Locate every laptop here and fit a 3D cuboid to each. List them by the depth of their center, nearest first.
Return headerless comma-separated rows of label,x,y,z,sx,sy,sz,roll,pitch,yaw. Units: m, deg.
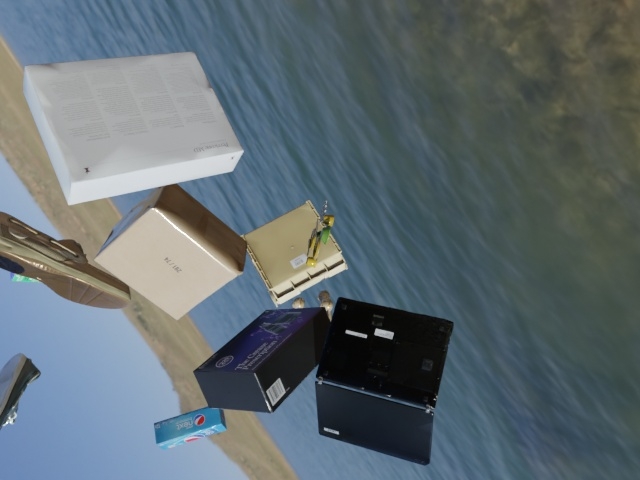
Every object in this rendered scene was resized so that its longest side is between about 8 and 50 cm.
laptop,0.122,0.273,1.218,0.234,0.264,0.136,10,163,19

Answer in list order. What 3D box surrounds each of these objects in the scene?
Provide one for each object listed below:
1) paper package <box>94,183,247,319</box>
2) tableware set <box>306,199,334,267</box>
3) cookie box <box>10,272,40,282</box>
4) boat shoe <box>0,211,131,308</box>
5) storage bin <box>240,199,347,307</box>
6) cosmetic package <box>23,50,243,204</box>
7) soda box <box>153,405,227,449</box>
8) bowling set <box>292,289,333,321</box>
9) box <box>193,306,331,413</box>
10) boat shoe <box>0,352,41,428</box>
paper package,-0.438,0.034,1.855,0.325,0.309,0.168,42,-151,-23
tableware set,0.000,0.000,1.238,0.154,0.024,0.104,115,165,-52
cookie box,-0.692,0.056,1.516,0.040,0.107,0.092,-43,53,38
boat shoe,-0.564,0.044,1.366,0.341,0.110,0.121,30,141,-24
storage bin,-0.084,0.046,2.023,0.260,0.262,0.123,58,171,25
cosmetic package,-0.394,-0.253,1.337,0.284,0.377,0.097,62,145,17
soda box,-0.403,0.578,1.937,0.067,0.210,0.071,75,178,-56
bowling set,-0.056,0.234,2.016,0.287,0.200,0.154,134,139,-82
box,-0.112,0.250,1.343,0.184,0.261,0.103,-11,108,38
boat shoe,-0.883,0.468,1.764,0.099,0.116,0.319,51,-155,-33
